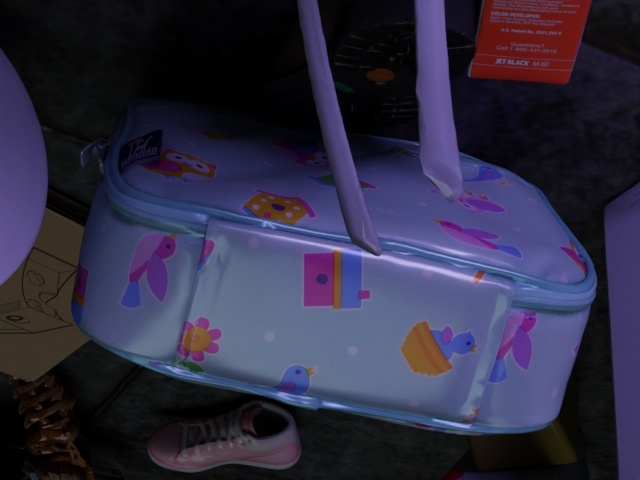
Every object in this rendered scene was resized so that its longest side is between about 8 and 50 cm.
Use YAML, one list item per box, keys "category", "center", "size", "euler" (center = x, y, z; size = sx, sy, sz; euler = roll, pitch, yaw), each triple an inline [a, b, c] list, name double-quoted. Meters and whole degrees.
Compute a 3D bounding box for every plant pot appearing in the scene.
- category: "plant pot"
  center: [0.149, 0.118, 1.057]
  size: [0.081, 0.081, 0.083]
  euler: [-8, 136, 20]

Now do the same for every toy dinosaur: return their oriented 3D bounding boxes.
- category: "toy dinosaur"
  center: [-0.278, 0.203, 1.218]
  size: [0.218, 0.164, 0.322]
  euler: [-2, 110, -16]

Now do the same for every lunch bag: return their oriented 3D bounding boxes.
- category: "lunch bag"
  center: [0.000, 0.000, 0.775]
  size: [0.279, 0.224, 0.108]
  euler: [12, 112, -8]

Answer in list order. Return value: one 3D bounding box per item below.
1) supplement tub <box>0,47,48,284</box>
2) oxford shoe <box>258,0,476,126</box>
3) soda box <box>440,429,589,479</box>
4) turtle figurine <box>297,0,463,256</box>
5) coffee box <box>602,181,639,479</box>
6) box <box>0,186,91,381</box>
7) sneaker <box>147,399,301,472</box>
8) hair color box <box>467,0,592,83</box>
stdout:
- category: "supplement tub"
  center: [-0.330, -0.001, 0.786]
  size: [0.235, 0.235, 0.325]
  euler: [30, 140, -34]
- category: "oxford shoe"
  center: [0.025, -0.115, 0.714]
  size: [0.083, 0.096, 0.227]
  euler: [6, 167, -18]
- category: "soda box"
  center: [0.144, 0.224, 1.070]
  size: [0.098, 0.091, 0.286]
  euler: [-8, -177, 19]
- category: "turtle figurine"
  center: [-0.007, -0.152, 0.444]
  size: [0.266, 0.198, 0.274]
  euler: [39, 107, 0]
- category: "coffee box"
  center: [0.398, 0.098, 0.753]
  size: [0.338, 0.334, 0.337]
  euler: [21, 144, -23]
- category: "box"
  center: [-0.223, 0.030, 1.001]
  size: [0.164, 0.021, 0.201]
  euler: [29, 133, -32]
- category: "sneaker"
  center: [-0.083, 0.164, 1.184]
  size: [0.134, 0.051, 0.070]
  euler: [2, 146, -1]
- category: "hair color box"
  center: [0.100, -0.159, 0.617]
  size: [0.053, 0.093, 0.167]
  euler: [3, 148, 1]
